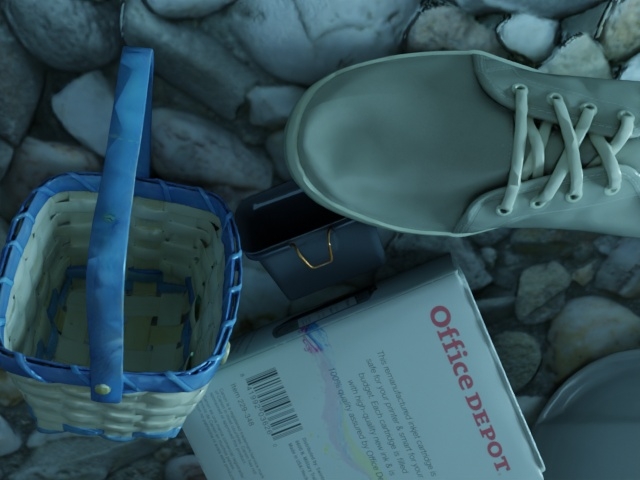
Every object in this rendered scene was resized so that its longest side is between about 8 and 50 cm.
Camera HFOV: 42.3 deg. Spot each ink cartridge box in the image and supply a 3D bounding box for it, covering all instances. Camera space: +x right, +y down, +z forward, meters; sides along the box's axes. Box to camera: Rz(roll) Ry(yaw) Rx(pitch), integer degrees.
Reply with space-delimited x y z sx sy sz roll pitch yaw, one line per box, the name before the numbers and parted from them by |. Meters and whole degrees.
ink cartridge box | 0.037 0.175 0.836 0.306 0.131 0.226 -22 97 7

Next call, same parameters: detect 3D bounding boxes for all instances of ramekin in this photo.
ramekin | 0.362 0.263 0.888 0.127 0.273 0.273 29 114 -33

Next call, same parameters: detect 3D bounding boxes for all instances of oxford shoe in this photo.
oxford shoe | 0.194 -0.078 0.714 0.449 0.130 0.169 6 92 -12

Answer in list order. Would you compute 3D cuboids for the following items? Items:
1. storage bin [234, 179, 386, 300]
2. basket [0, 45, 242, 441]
storage bin | 0.000 0.000 0.794 0.135 0.098 0.091 -22 130 7
basket | -0.166 0.017 0.698 0.201 0.255 0.289 3 139 -6
